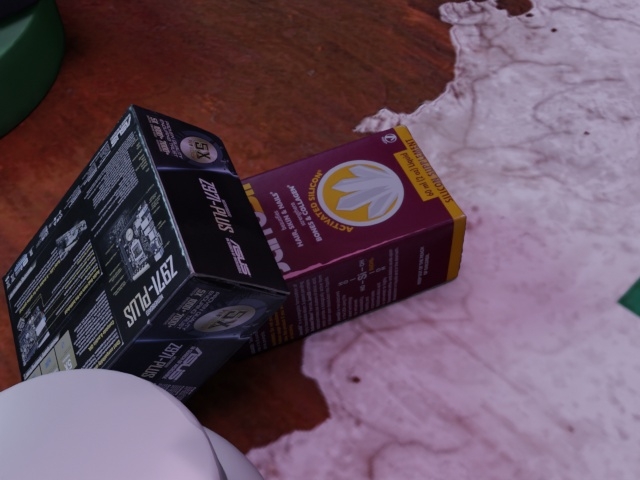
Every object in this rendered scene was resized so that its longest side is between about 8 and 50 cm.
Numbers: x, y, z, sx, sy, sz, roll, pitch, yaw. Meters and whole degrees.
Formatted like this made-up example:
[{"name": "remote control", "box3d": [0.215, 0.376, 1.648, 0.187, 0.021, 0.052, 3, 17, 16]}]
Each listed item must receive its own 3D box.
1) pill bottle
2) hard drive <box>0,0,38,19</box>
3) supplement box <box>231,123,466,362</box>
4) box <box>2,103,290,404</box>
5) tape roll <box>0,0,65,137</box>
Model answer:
[{"name": "pill bottle", "box3d": [-0.084, 0.173, 0.395, 0.152, 0.272, 0.152, -2, 52, 2]}, {"name": "hard drive", "box3d": [-0.365, -0.238, 0.764, 0.255, 0.054, 0.172, -31, 57, -19]}, {"name": "supplement box", "box3d": [0.000, 0.000, 0.642, 0.188, 0.081, 0.104, -20, 55, -11]}, {"name": "box", "box3d": [-0.123, 0.029, 0.566, 0.077, 0.180, 0.147, 17, 36, -44]}, {"name": "tape roll", "box3d": [-0.413, -0.193, 0.816, 0.321, 0.077, 0.321, -2, 53, 2]}]
